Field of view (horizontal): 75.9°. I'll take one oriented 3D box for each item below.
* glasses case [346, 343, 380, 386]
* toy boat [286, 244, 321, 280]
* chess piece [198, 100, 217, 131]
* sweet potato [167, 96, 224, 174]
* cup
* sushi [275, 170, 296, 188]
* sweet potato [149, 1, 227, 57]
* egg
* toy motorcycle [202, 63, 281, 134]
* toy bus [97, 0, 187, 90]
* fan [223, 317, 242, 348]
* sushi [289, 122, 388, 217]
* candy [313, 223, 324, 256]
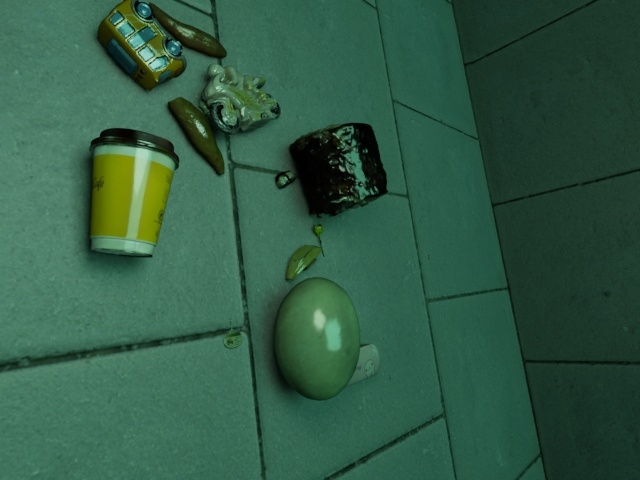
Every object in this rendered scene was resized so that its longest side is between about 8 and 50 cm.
[{"bbox_3d":[0.104,0.432,1.416,0.296,0.075,0.113,-2,82,-45],"label":"glasses case"},{"bbox_3d":[-0.056,0.069,1.368,0.172,0.065,0.066,-44,130,-40],"label":"toy boat"},{"bbox_3d":[-0.331,-0.377,1.229,0.093,0.042,0.042,57,46,-12],"label":"chess piece"},{"bbox_3d":[-0.337,-0.302,1.176,0.244,0.077,0.077,55,47,-17],"label":"sweet potato"},{"bbox_3d":[-0.439,-0.106,0.947,0.196,0.196,0.280,13,79,-43],"label":"cup"},{"bbox_3d":[-0.124,-0.211,1.402,0.046,0.044,0.083,48,44,4],"label":"sushi"},{"bbox_3d":[-0.387,-0.614,1.228,0.255,0.058,0.078,18,50,-39],"label":"sweet potato"},{"bbox_3d":[-0.009,0.285,1.214,0.258,0.258,0.353,18,69,-41],"label":"egg"},{"bbox_3d":[-0.254,-0.446,1.271,0.223,0.107,0.340,57,35,-5],"label":"toy motorcycle"},{"bbox_3d":[-0.466,-0.501,1.067,0.209,0.126,0.136,50,57,-24],"label":"toy bus"},{"bbox_3d":[-0.252,0.268,1.151,0.060,0.003,0.080,-42,109,-44],"label":"fan"},{"bbox_3d":[0.071,-0.245,1.417,0.281,0.299,0.295,-15,92,-31],"label":"sushi"},{"bbox_3d":[0.000,0.000,1.470,0.035,0.035,0.123,-11,98,-3],"label":"candy"}]
